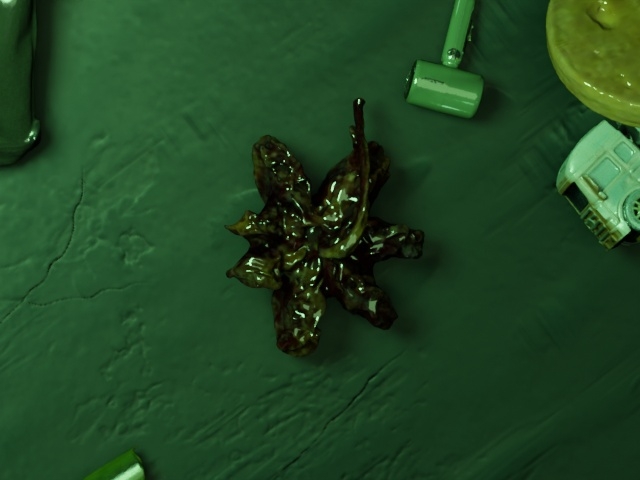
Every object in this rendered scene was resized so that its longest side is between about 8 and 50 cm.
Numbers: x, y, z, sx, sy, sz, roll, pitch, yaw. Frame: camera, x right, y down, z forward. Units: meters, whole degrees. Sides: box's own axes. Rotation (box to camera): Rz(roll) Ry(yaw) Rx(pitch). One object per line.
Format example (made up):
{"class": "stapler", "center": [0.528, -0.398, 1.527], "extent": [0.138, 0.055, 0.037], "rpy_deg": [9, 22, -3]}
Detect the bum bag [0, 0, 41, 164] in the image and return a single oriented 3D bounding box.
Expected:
{"class": "bum bag", "center": [-0.314, -0.203, 1.711], "extent": [0.142, 0.080, 0.326], "rpy_deg": [11, 111, 0]}

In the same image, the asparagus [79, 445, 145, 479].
{"class": "asparagus", "center": [-0.283, 0.294, 1.777], "extent": [0.277, 0.060, 0.067], "rpy_deg": [-29, 78, -4]}

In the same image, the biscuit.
{"class": "biscuit", "center": [0.379, -0.230, 1.760], "extent": [0.355, 0.052, 0.275], "rpy_deg": [-34, 64, -15]}

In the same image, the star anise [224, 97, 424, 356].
{"class": "star anise", "center": [0.000, 0.000, 1.759], "extent": [0.190, 0.126, 0.220], "rpy_deg": [-25, 100, -1]}

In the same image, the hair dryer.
{"class": "hair dryer", "center": [0.133, -0.198, 1.802], "extent": [0.071, 0.047, 0.150], "rpy_deg": [15, 86, -7]}

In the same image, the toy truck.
{"class": "toy truck", "center": [0.337, -0.118, 1.802], "extent": [0.256, 0.108, 0.140], "rpy_deg": [-44, 84, -6]}
